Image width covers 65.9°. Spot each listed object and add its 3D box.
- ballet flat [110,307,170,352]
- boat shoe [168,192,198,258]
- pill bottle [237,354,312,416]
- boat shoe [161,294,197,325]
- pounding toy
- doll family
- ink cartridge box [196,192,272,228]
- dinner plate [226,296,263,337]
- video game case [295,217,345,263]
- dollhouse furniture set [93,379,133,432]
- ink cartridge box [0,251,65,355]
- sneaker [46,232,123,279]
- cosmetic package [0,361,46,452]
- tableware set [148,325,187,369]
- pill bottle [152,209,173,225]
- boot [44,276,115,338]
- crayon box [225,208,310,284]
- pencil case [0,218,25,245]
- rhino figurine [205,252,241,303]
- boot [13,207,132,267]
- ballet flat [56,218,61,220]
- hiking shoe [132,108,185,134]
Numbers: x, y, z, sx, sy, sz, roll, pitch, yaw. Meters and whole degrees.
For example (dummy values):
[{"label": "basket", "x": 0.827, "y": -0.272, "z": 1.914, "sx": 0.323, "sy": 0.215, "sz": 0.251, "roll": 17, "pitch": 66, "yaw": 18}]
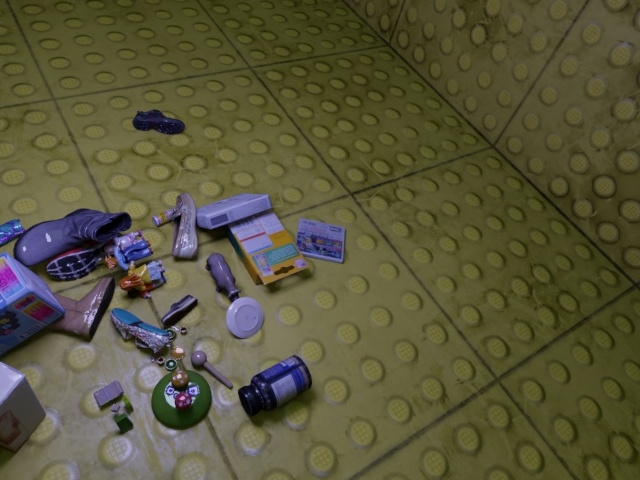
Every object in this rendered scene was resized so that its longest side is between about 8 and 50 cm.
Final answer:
[{"label": "ballet flat", "x": -0.601, "y": 0.298, "z": 1.613, "sx": 0.241, "sy": 0.077, "sz": 0.091, "roll": 21, "pitch": 4, "yaw": 21}, {"label": "boat shoe", "x": -0.530, "y": -0.065, "z": 1.886, "sx": 0.089, "sy": 0.104, "sz": 0.285, "roll": 5, "pitch": 55, "yaw": -32}, {"label": "pill bottle", "x": -0.147, "y": 0.468, "z": 1.585, "sx": 0.219, "sy": 0.123, "sz": 0.123, "roll": -22, "pitch": 61, "yaw": -29}, {"label": "boat shoe", "x": -0.496, "y": 0.241, "z": 1.713, "sx": 0.049, "sy": 0.056, "sz": 0.152, "roll": 31, "pitch": 39, "yaw": 20}, {"label": "pounding toy", "x": -0.409, "y": 0.454, "z": 1.530, "sx": 0.183, "sy": 0.110, "sz": 0.237, "roll": 39, "pitch": 53, "yaw": 15}, {"label": "doll family", "x": -0.648, "y": 0.079, "z": 1.702, "sx": 0.163, "sy": 0.118, "sz": 0.263, "roll": -29, "pitch": 91, "yaw": -32}, {"label": "ink cartridge box", "x": -0.370, "y": -0.122, "z": 1.978, "sx": 0.275, "sy": 0.060, "sz": 0.239, "roll": -23, "pitch": 17, "yaw": -29}, {"label": "dinner plate", "x": -0.262, "y": 0.270, "z": 1.727, "sx": 0.141, "sy": 0.017, "sz": 0.141, "roll": 5, "pitch": 82, "yaw": -35}, {"label": "video game case", "x": 0.000, "y": 0.000, "z": 2.058, "sx": 0.201, "sy": 0.023, "sz": 0.183, "roll": 12, "pitch": 50, "yaw": -8}, {"label": "dollhouse furniture set", "x": -0.616, "y": 0.501, "z": 1.492, "sx": 0.076, "sy": 0.058, "sz": 0.151, "roll": -31, "pitch": 47, "yaw": -25}, {"label": "ink cartridge box", "x": -0.981, "y": 0.239, "z": 1.393, "sx": 0.395, "sy": 0.270, "sz": 0.151, "roll": -35, "pitch": 75, "yaw": -18}, {"label": "sneaker", "x": -0.837, "y": 0.044, "z": 1.757, "sx": 0.118, "sy": 0.107, "sz": 0.279, "roll": 31, "pitch": 45, "yaw": 33}, {"label": "cosmetic package", "x": -0.854, "y": 0.434, "z": 1.298, "sx": 0.153, "sy": 0.296, "sz": 0.129, "roll": 24, "pitch": 49, "yaw": 4}, {"label": "tableware set", "x": -0.495, "y": 0.351, "z": 1.643, "sx": 0.104, "sy": 0.024, "sz": 0.154, "roll": 21, "pitch": 50, "yaw": 1}, {"label": "pill bottle", "x": -0.614, "y": -0.091, "z": 1.941, "sx": 0.083, "sy": 0.043, "sz": 0.043, "roll": -30, "pitch": 66, "yaw": -32}, {"label": "boot", "x": -0.850, "y": 0.192, "z": 1.627, "sx": 0.269, "sy": 0.089, "sz": 0.236, "roll": 14, "pitch": 50, "yaw": -3}, {"label": "crayon box", "x": -0.212, "y": 0.035, "z": 1.931, "sx": 0.203, "sy": 0.083, "sz": 0.323, "roll": -20, "pitch": 60, "yaw": -27}, {"label": "pencil case", "x": -1.117, "y": -0.015, "z": 1.726, "sx": 0.070, "sy": 0.064, "sz": 0.151, "roll": 28, "pitch": 49, "yaw": 28}, {"label": "rhino figurine", "x": -0.346, "y": 0.147, "z": 1.790, "sx": 0.073, "sy": 0.106, "sz": 0.243, "roll": -20, "pitch": 61, "yaw": -28}, {"label": "boot", "x": -0.819, "y": -0.020, "z": 1.646, "sx": 0.222, "sy": 0.118, "sz": 0.338, "roll": 5, "pitch": 35, "yaw": 27}, {"label": "ballet flat", "x": -0.961, "y": -0.011, "z": 1.775, "sx": 0.052, "sy": 0.057, "sz": 0.168, "roll": 24, "pitch": 50, "yaw": -10}, {"label": "hiking shoe", "x": -0.729, "y": -0.554, "z": 2.243, "sx": 0.227, "sy": 0.086, "sz": 0.114, "roll": 6, "pitch": 55, "yaw": -10}]
